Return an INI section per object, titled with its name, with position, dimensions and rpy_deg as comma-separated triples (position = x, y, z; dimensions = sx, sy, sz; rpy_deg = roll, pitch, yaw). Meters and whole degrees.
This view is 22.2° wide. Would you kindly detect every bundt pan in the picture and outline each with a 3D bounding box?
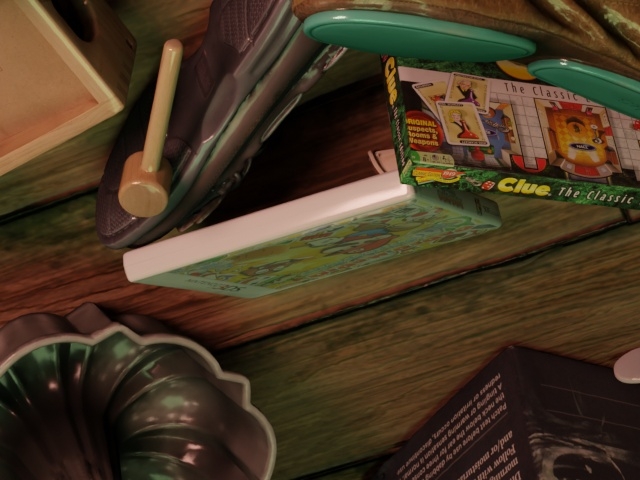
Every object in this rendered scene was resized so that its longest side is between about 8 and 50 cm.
[bundt pan]
position = -0.209, 0.194, 1.368
dimensions = 0.331, 0.124, 0.330
rpy_deg = -10, 117, -20

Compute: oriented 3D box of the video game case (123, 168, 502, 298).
[video game case]
position = 0.000, 0.000, 1.217
dimensions = 0.227, 0.026, 0.206
rpy_deg = -17, 168, 21

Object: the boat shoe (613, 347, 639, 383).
[boat shoe]
position = 0.320, 0.114, 1.495
dimensions = 0.100, 0.035, 0.035
rpy_deg = -19, 139, 5

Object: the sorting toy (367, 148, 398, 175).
[sorting toy]
position = 0.083, -0.045, 1.255
dimensions = 0.083, 0.044, 0.075
rpy_deg = -9, 162, 4

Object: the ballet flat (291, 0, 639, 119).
[ballet flat]
position = 0.138, -0.160, 1.043
dimensions = 0.342, 0.124, 0.116
rpy_deg = 10, 175, -27

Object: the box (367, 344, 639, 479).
[box]
position = 0.331, 0.403, 1.511
dimensions = 0.480, 0.471, 0.297
rpy_deg = 14, 138, -26

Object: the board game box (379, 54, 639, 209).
[board game box]
position = 0.173, -0.083, 1.133
dimensions = 0.260, 0.136, 0.030
rpy_deg = 5, 138, -16

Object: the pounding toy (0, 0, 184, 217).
[pounding toy]
position = -0.164, -0.111, 1.053
dimensions = 0.181, 0.094, 0.206
rpy_deg = -26, 123, 19

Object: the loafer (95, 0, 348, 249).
[loafer]
position = -0.056, -0.088, 1.122
dimensions = 0.095, 0.109, 0.302
rpy_deg = 13, 136, -30
